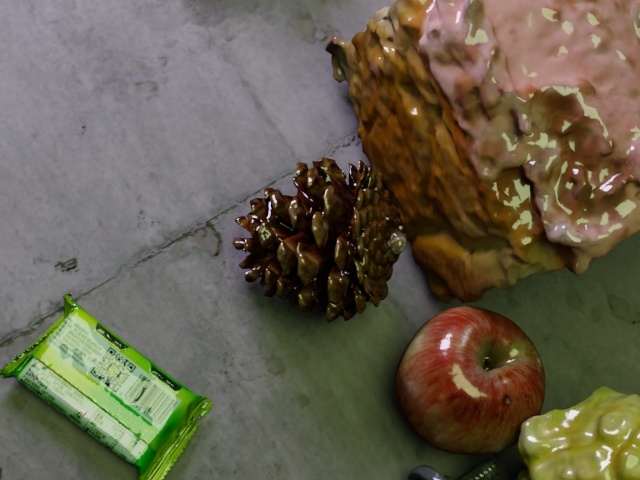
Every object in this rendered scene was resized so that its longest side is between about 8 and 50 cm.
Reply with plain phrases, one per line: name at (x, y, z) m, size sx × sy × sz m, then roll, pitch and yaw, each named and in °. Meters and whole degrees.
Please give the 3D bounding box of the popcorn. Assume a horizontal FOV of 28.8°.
popcorn at (0.290, 0.243, 1.153) m, size 0.255 × 0.256 × 0.195 m, roll 21°, pitch 57°, yaw -2°

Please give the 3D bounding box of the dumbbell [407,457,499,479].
dumbbell at (0.066, 0.274, 1.164) m, size 0.254 × 0.081 × 0.081 m, roll -29°, pitch 85°, yaw -23°

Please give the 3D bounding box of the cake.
cake at (0.223, -0.133, 1.220) m, size 0.307 × 0.293 × 0.314 m, roll -21°, pitch 88°, yaw -19°

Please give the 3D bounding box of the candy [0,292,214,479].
candy at (-0.195, 0.138, 1.148) m, size 0.178 × 0.032 × 0.102 m, roll 38°, pitch 71°, yaw -6°

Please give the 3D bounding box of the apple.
apple at (0.144, 0.139, 1.203) m, size 0.146 × 0.131 × 0.146 m, roll 11°, pitch 58°, yaw -18°

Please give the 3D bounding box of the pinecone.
pinecone at (0.000, 0.000, 1.189) m, size 0.174 × 0.173 × 0.173 m, roll 5°, pitch 74°, yaw -16°
